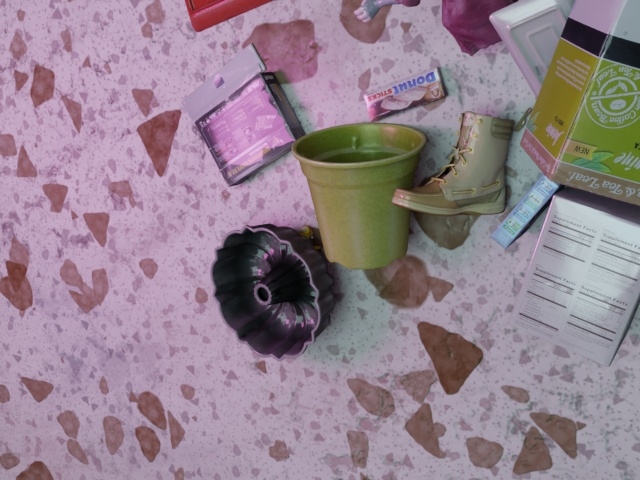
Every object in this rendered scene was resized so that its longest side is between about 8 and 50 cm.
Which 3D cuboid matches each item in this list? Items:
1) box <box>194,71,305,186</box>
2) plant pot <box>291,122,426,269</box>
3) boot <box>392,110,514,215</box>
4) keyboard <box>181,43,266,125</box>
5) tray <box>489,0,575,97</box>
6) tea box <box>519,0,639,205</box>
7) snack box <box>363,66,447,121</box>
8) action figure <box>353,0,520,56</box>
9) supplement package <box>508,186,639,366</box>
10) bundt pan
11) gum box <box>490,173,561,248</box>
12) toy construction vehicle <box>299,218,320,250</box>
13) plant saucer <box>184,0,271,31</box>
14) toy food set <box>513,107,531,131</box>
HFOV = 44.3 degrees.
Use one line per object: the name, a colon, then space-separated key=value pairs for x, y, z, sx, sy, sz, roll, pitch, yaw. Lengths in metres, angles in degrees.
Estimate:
box: x=-0.166 y=-0.259 z=1.853 sx=0.231 sy=0.056 sz=0.183 roll=-30 pitch=87 yaw=31
plant pot: x=0.089 y=-0.088 z=1.655 sx=0.276 sy=0.276 sz=0.254 roll=7 pitch=117 yaw=28
boot: x=0.264 y=-0.152 z=1.540 sx=0.095 sy=0.262 sz=0.203 roll=-147 pitch=59 yaw=-60
keyboard: x=-0.237 y=-0.371 z=1.894 sx=0.256 sy=0.014 sz=0.072 roll=-31 pitch=81 yaw=31
tray: x=0.428 y=-0.330 z=1.423 sx=0.145 sy=0.030 sz=0.270 roll=-18 pitch=133 yaw=32
tea box: x=0.556 y=-0.232 z=1.292 sx=0.329 sy=0.220 sz=0.323 roll=14 pitch=113 yaw=-5
snack box: x=0.178 y=-0.308 z=1.669 sx=0.178 sy=0.022 sz=0.064 roll=-15 pitch=93 yaw=31
action figure: x=0.236 y=-0.474 z=1.398 sx=0.276 sy=0.370 sz=0.248 roll=20 pitch=87 yaw=55
supplement package: x=0.507 y=0.053 z=1.469 sx=0.198 sy=0.199 sz=0.262 roll=23 pitch=112 yaw=23
bundt pan: x=-0.099 y=0.107 z=1.849 sx=0.331 sy=0.124 sz=0.331 roll=14 pitch=115 yaw=32
gum box: x=0.418 y=-0.078 z=1.512 sx=0.041 sy=0.157 sz=0.184 roll=42 pitch=118 yaw=14
toy construction vehicle: x=0.000 y=0.000 z=1.840 sx=0.086 sy=0.035 sz=0.098 roll=-34 pitch=84 yaw=40
plant saucer: x=-0.238 y=-0.643 z=1.807 sx=0.259 sy=0.048 sz=0.258 roll=-13 pitch=96 yaw=30
toy food set: x=0.439 y=-0.202 z=1.540 sx=0.122 sy=0.019 sz=0.078 roll=50 pitch=127 yaw=29
